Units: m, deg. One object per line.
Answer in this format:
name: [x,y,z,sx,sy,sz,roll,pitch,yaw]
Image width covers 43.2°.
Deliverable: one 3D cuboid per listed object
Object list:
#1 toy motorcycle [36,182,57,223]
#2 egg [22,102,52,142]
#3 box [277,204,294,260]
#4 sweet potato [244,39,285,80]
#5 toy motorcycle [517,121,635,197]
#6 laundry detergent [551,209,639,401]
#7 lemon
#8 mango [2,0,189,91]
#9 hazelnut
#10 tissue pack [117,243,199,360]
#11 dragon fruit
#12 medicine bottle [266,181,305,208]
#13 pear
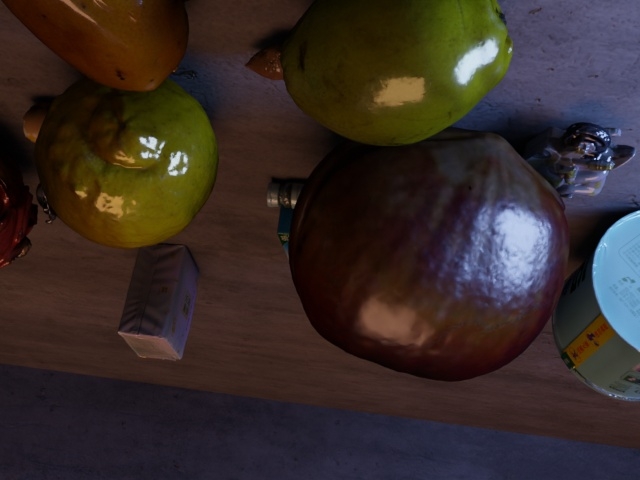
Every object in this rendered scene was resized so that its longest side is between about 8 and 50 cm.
toy motorcycle: [-0.446,-0.067,1.570,0.159,0.106,0.270,4,163,14]
egg: [-0.443,-0.191,1.326,0.083,0.071,0.071,2,156,11]
box: [0.000,-0.001,1.613,0.139,0.073,0.194,3,156,10]
sweet potato: [-0.008,-0.248,1.078,0.206,0.060,0.068,-10,-176,15]
toy motorcycle: [0.384,-0.114,1.232,0.152,0.073,0.225,26,161,-17]
laundry detergent: [0.585,0.132,1.462,0.287,0.287,0.305,7,156,2]
lemon: [-0.286,-0.117,1.220,0.285,0.285,0.316,0,176,17]
mango: [-0.262,-0.290,0.948,0.201,0.152,0.287,7,156,30]
hazelnut: [0.162,0.015,1.268,0.429,0.402,0.402,18,155,-7]
tissue pack: [-0.367,0.143,1.869,0.124,0.225,0.185,6,156,8]
dragon fruit: [-0.660,-0.065,1.437,0.277,0.277,0.342,-2,150,21]
medicine bottle: [0.000,-0.078,1.467,0.191,0.051,0.051,4,156,9]
pear: [0.085,-0.214,0.940,0.269,0.212,0.212,-11,151,19]
